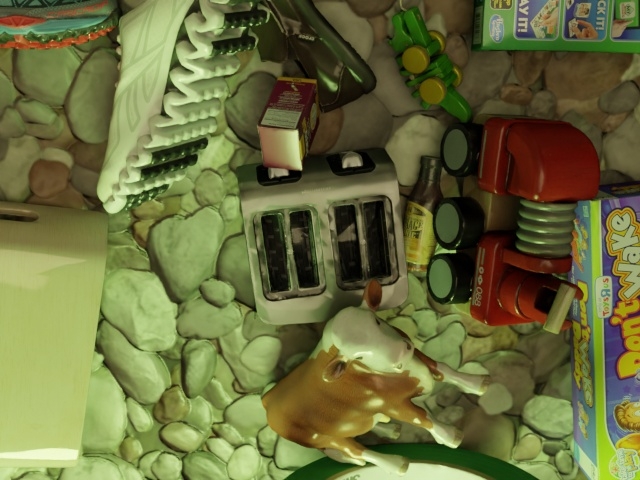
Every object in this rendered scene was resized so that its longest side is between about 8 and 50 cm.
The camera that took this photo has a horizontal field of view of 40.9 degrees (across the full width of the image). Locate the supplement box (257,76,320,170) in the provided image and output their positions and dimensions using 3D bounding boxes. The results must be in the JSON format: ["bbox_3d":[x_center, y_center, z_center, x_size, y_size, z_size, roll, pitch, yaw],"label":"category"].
[{"bbox_3d":[-0.030,-0.118,0.860,0.043,0.083,0.055,7,138,11],"label":"supplement box"}]

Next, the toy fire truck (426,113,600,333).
[{"bbox_3d":[0.210,-0.006,0.840,0.159,0.246,0.216,-2,104,-27],"label":"toy fire truck"}]

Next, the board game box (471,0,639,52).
[{"bbox_3d":[0.264,-0.345,0.839,0.214,0.046,0.317,0,101,-4],"label":"board game box"}]

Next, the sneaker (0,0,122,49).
[{"bbox_3d":[-0.325,-0.251,0.828,0.262,0.104,0.125,2,101,-6],"label":"sneaker"}]

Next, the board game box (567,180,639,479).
[{"bbox_3d":[0.413,0.102,0.990,0.234,0.078,0.346,-7,104,-3],"label":"board game box"}]

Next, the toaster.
[{"bbox_3d":[0.000,0.000,0.911,0.168,0.110,0.185,-7,103,-2],"label":"toaster"}]

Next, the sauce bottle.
[{"bbox_3d":[0.114,-0.030,0.952,0.042,0.042,0.128,5,101,-6],"label":"sauce bottle"}]

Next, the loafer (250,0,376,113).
[{"bbox_3d":[-0.037,-0.215,0.873,0.078,0.080,0.220,-44,103,5],"label":"loafer"}]

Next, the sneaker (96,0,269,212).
[{"bbox_3d":[-0.160,-0.158,0.862,0.118,0.110,0.292,38,115,13],"label":"sneaker"}]

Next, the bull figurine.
[{"bbox_3d":[0.050,0.154,0.889,0.189,0.310,0.101,30,57,-11],"label":"bull figurine"}]

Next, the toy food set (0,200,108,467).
[{"bbox_3d":[-0.360,0.108,0.929,0.220,0.092,0.305,6,104,-18],"label":"toy food set"}]

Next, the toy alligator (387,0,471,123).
[{"bbox_3d":[0.098,-0.202,0.906,0.051,0.056,0.189,-19,109,42],"label":"toy alligator"}]

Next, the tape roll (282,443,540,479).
[{"bbox_3d":[0.097,0.317,0.888,0.322,0.321,0.077,-2,104,-5],"label":"tape roll"}]
